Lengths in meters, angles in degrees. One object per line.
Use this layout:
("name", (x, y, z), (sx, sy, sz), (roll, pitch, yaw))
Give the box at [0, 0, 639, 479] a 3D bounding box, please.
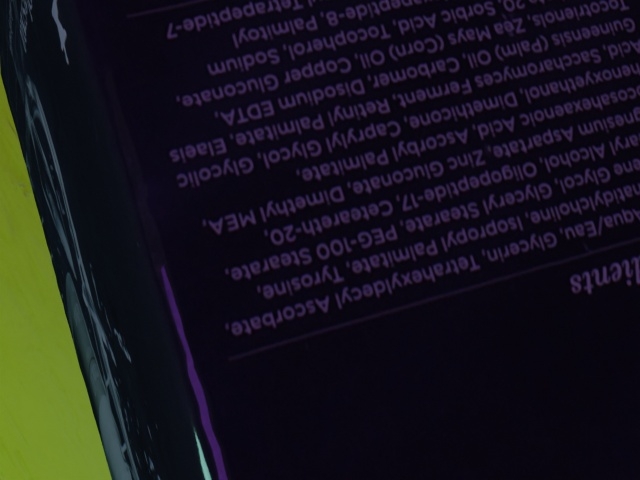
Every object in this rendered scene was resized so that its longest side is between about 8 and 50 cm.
("box", (0.000, 0.000, 0.733), (0.480, 0.297, 0.472), (137, 115, -71))
